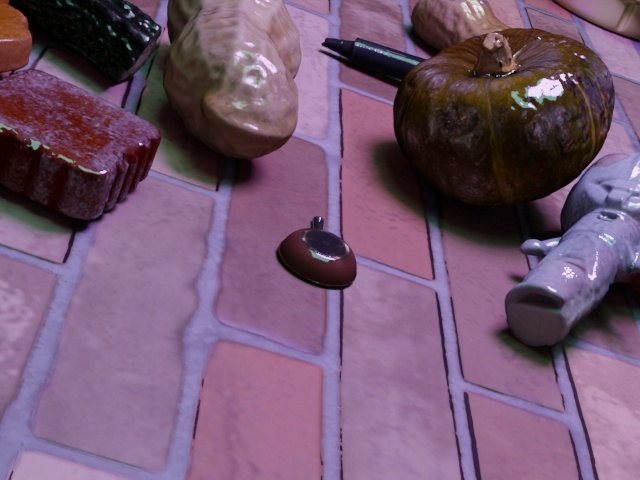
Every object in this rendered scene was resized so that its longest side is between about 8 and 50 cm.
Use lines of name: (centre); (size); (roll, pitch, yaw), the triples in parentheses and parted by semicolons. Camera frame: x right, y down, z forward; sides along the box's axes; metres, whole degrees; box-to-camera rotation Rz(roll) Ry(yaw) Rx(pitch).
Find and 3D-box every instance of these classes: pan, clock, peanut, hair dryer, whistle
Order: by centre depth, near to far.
pan: (0.000, -0.001, 1.154); (0.068, 0.023, 0.115); (17, 26, -9)
whistle: (0.267, 0.003, 1.270); (0.142, 0.133, 0.346); (35, 37, 16)
peanut: (-0.080, -0.169, 1.308); (0.136, 0.120, 0.298); (12, 30, -12)
hair dryer: (0.128, -0.197, 1.602); (0.255, 0.070, 0.128); (20, 25, 5)
peanut: (0.185, -0.253, 1.727); (0.100, 0.099, 0.214); (3, 38, -35)
clock: (0.490, -0.418, 2.253); (0.348, 0.117, 0.286); (28, 26, 12)

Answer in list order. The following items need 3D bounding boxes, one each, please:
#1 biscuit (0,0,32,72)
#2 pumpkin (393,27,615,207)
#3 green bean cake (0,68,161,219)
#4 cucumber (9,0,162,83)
biscuit: (-0.393, -0.234, 1.261); (0.334, 0.047, 0.202); (34, 28, 28)
pumpkin: (0.170, -0.131, 1.349); (0.219, 0.162, 0.219); (-10, 32, 6)
green bean cake: (-0.207, -0.075, 1.093); (0.135, 0.056, 0.135); (24, 26, 7)
cucumber: (-0.255, -0.233, 1.332); (0.265, 0.077, 0.077); (34, 28, 20)
